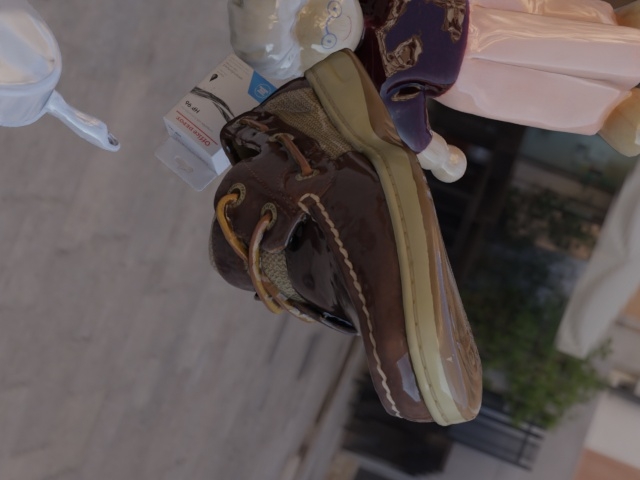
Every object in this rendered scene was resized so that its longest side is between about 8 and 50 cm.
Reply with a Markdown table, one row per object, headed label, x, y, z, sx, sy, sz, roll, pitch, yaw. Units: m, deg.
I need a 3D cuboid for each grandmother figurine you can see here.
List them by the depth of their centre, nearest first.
| label | x | y | z | sx | sy | sz | roll | pitch | yaw |
| --- | --- | --- | --- | --- | --- | --- | --- | --- | --- |
| grandmother figurine | 0.091 | -0.149 | 1.114 | 0.104 | 0.342 | 0.208 | -7 | -99 | 62 |

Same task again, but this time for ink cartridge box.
| label | x | y | z | sx | sy | sz | roll | pitch | yaw |
| --- | --- | --- | --- | --- | --- | --- | --- | --- | --- |
| ink cartridge box | -0.070 | -0.079 | 1.027 | 0.083 | 0.048 | 0.028 | -46 | 159 | -14 |

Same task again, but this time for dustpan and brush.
| label | x | y | z | sx | sy | sz | roll | pitch | yaw |
| --- | --- | --- | --- | --- | --- | --- | --- | --- | --- |
| dustpan and brush | -0.239 | -0.133 | 1.249 | 0.060 | 0.211 | 0.147 | -39 | -143 | 36 |

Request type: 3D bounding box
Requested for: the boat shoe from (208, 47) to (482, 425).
| label | x | y | z | sx | sy | sz | roll | pitch | yaw |
| --- | --- | --- | --- | --- | --- | --- | --- | --- | --- |
| boat shoe | 0.000 | 0.000 | 0.845 | 0.342 | 0.123 | 0.123 | -109 | 179 | -58 |
